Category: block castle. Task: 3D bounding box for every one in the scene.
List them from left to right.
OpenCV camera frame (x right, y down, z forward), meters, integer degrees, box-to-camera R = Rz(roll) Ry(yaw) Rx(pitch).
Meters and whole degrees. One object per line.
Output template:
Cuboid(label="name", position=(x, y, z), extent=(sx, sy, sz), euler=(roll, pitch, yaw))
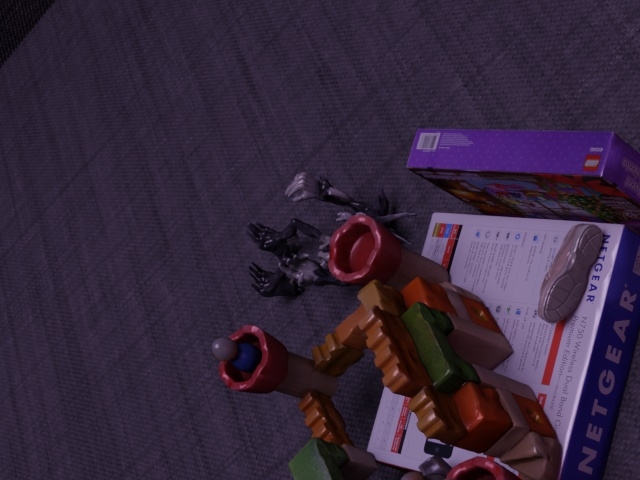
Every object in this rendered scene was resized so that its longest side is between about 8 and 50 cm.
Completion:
Cuboid(label="block castle", position=(0.064, 0.215, 1.522), extent=(0.303, 0.213, 0.453), euler=(-45, 45, 22))

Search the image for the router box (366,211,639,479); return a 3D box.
Cuboid(label="router box", position=(0.227, 0.141, 1.613), extent=(0.301, 0.082, 0.335), euler=(6, 76, 47))

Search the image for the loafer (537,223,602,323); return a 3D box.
Cuboid(label="loafer", position=(0.281, 0.037, 1.517), extent=(0.125, 0.045, 0.039), euler=(-61, 24, -7))

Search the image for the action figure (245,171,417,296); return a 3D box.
Cuboid(label="action figure", position=(0.000, 0.000, 1.880), extent=(0.275, 0.141, 0.164), euler=(-20, 56, 43))

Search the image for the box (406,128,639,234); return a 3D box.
Cuboid(label="box", position=(0.275, -0.068, 1.576), extent=(0.293, 0.201, 0.057), euler=(6, 75, 48))
